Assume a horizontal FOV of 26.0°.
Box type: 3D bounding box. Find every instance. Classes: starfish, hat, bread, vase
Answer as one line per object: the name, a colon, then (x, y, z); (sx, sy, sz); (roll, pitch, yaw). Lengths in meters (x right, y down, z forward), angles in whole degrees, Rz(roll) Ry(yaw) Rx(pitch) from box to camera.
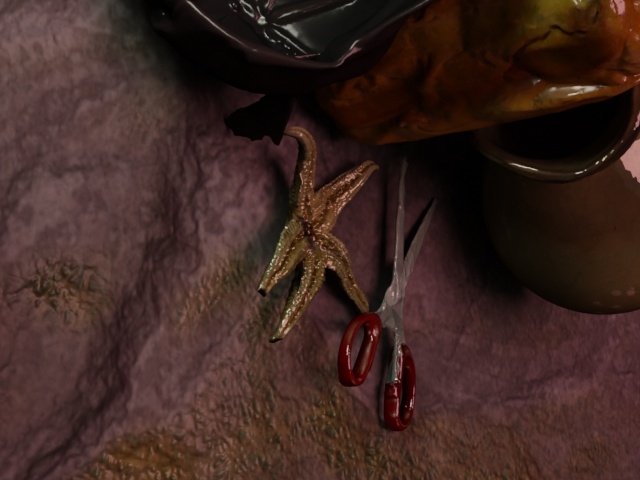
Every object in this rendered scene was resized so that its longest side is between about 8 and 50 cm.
starfish: (-0.002, 0.000, 1.236); (0.223, 0.050, 0.217); (-51, 124, -38)
hat: (0.010, -0.225, 1.157); (0.209, 0.336, 0.238); (67, 8, -72)
bread: (0.151, -0.189, 1.214); (0.149, 0.344, 0.195); (40, 54, -41)
vase: (0.244, -0.107, 1.386); (0.302, 0.240, 0.329); (49, 13, -46)

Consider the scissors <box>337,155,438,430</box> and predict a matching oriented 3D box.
scissors: (0.073, 0.045, 1.313); (0.144, 0.017, 0.248); (48, 48, -49)
